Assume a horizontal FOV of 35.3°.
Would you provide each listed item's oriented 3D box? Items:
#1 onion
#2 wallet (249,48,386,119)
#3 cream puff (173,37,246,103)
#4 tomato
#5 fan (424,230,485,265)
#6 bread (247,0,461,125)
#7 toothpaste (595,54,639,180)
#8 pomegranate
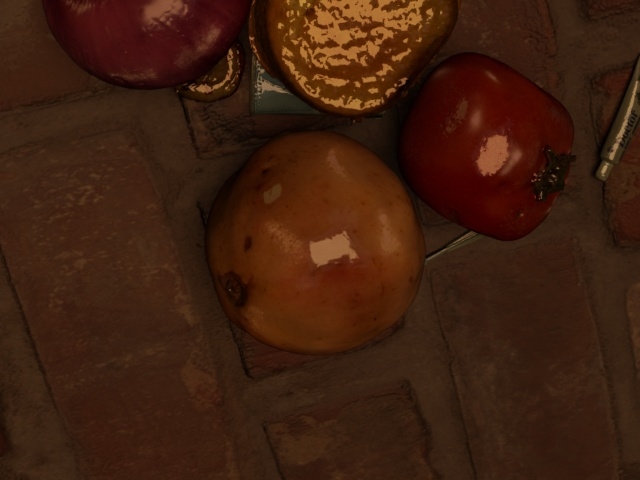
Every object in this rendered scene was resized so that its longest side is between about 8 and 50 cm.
[{"bbox_3d":[-0.277,-0.429,1.616,0.358,0.345,0.359,2,73,-7],"label":"onion"},{"bbox_3d":[-0.002,-0.310,1.820,0.250,0.075,0.176,0,107,-8],"label":"wallet"},{"bbox_3d":[-0.205,-0.317,1.788,0.148,0.084,0.149,-1,104,-2],"label":"cream puff"},{"bbox_3d":[0.292,-0.166,1.765,0.325,0.289,0.293,0,114,-53],"label":"tomato"},{"bbox_3d":[0.279,0.001,1.958,0.193,0.016,0.038,-28,107,0],"label":"fan"},{"bbox_3d":[0.067,-0.377,1.664,0.336,0.204,0.358,32,101,-19],"label":"bread"},{"bbox_3d":[0.591,-0.234,1.934,0.067,0.037,0.256,23,96,-12],"label":"toothpaste"},{"bbox_3d":[0.000,0.000,1.742,0.411,0.411,0.412,-2,103,-7],"label":"pomegranate"}]
